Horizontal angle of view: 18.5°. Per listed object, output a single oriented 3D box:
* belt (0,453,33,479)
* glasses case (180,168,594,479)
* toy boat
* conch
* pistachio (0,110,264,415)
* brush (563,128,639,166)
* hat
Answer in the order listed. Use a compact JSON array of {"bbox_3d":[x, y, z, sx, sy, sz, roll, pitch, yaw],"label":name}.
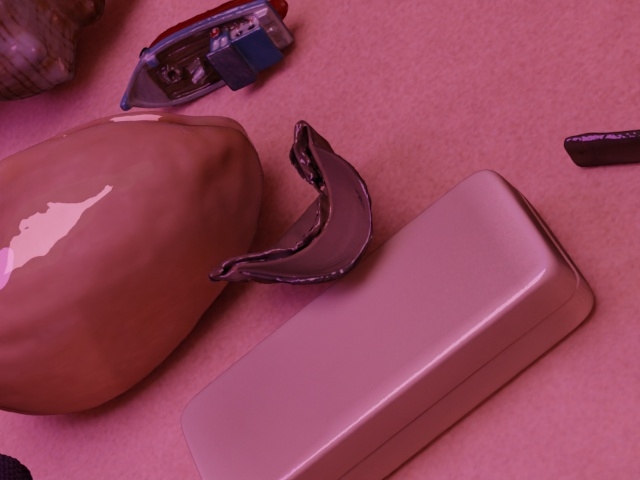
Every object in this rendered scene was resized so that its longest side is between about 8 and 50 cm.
[{"bbox_3d":[-0.326,0.254,1.571,0.230,0.140,0.126,-30,48,21],"label":"belt"},{"bbox_3d":[0.044,0.090,1.443,0.313,0.070,0.131,-39,44,9],"label":"glasses case"},{"bbox_3d":[-0.103,-0.159,1.731,0.173,0.069,0.058,-22,42,19],"label":"toy boat"},{"bbox_3d":[-0.355,-0.203,1.850,0.386,0.169,0.203,-15,14,-7],"label":"conch"},{"bbox_3d":[-0.184,0.011,1.605,0.318,0.214,0.193,-33,5,6],"label":"pistachio"},{"bbox_3d":[0.265,-0.078,1.412,0.190,0.034,0.027,-6,49,36],"label":"brush"},{"bbox_3d":[0.000,0.000,1.511,0.147,0.085,0.175,-57,29,-2],"label":"hat"}]
